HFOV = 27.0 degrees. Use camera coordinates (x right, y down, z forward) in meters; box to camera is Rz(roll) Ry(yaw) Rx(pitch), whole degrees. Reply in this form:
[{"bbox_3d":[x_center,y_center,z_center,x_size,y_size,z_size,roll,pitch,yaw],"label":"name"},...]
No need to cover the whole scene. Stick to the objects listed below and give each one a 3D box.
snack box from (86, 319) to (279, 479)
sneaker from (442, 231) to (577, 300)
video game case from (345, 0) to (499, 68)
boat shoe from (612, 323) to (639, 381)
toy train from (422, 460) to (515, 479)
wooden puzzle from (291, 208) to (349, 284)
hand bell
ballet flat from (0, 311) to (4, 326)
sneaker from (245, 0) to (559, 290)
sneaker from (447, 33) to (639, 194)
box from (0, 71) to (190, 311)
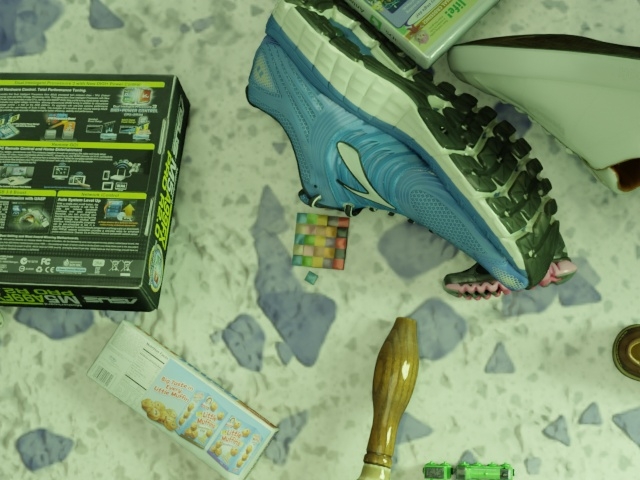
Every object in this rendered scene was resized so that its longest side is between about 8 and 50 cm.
[{"bbox_3d":[-0.128,0.149,1.233,0.178,0.022,0.064,35,91,10],"label":"snack box"},{"bbox_3d":[0.165,0.019,1.186,0.119,0.047,0.057,-12,77,1],"label":"sneaker"},{"bbox_3d":[0.094,-0.282,1.190,0.193,0.023,0.212,43,72,10],"label":"video game case"},{"bbox_3d":[0.341,0.106,1.139,0.178,0.060,0.064,6,87,10],"label":"boat shoe"},{"bbox_3d":[0.132,0.206,1.186,0.083,0.024,0.017,-1,86,10],"label":"toy train"},{"bbox_3d":[0.000,0.000,1.230,0.049,0.006,0.083,5,87,10],"label":"wooden puzzle"},{"bbox_3d":[0.053,0.186,1.177,0.126,0.126,0.242,11,75,10],"label":"hand bell"},{"bbox_3d":[-0.307,0.051,1.263,0.168,0.057,0.052,-37,111,9],"label":"ballet flat"},{"bbox_3d":[0.067,-0.071,1.172,0.330,0.130,0.147,44,125,12],"label":"sneaker"},{"bbox_3d":[0.213,-0.104,1.109,0.290,0.106,0.123,21,118,49],"label":"sneaker"},{"bbox_3d":[-0.268,-0.048,1.216,0.270,0.060,0.216,1,65,9],"label":"box"}]
